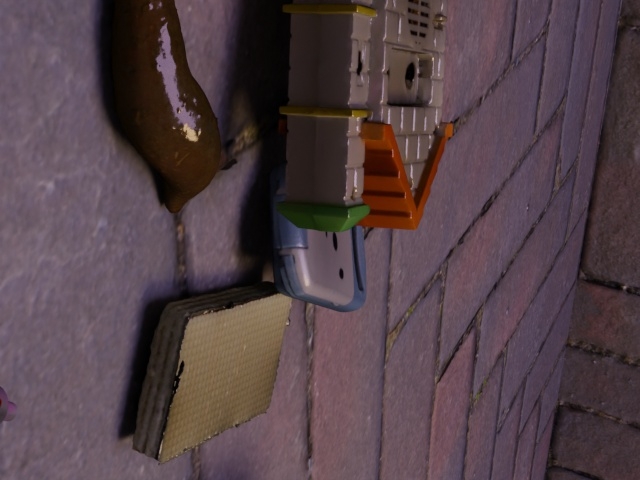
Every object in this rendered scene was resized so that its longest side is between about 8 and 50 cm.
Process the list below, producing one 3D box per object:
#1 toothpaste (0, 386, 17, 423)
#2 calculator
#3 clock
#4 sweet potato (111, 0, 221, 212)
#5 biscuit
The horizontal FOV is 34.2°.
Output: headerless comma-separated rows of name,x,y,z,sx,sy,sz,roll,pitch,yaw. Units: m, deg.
toothpaste,-0.214,0.077,0.539,0.170,0.028,0.045,37,63,-63
calculator,0.000,0.000,0.949,0.210,0.039,0.121,27,59,-68
clock,0.035,-0.138,0.851,0.220,0.106,0.255,-13,107,-65
sweet potato,-0.102,-0.106,0.659,0.069,0.059,0.249,-81,166,-49
biscuit,-0.083,0.099,0.848,0.199,0.041,0.121,-6,112,-69
